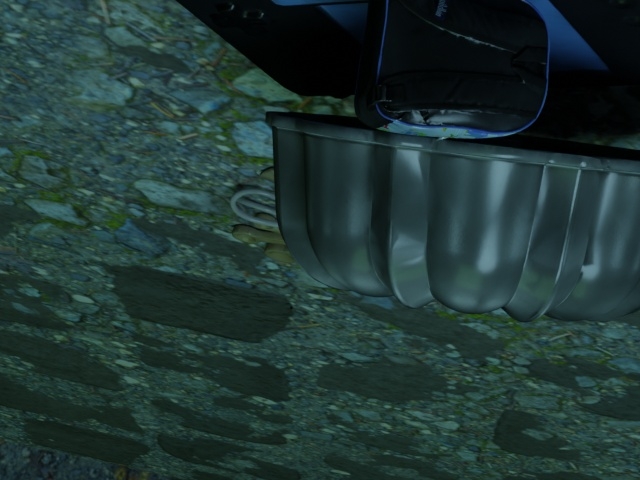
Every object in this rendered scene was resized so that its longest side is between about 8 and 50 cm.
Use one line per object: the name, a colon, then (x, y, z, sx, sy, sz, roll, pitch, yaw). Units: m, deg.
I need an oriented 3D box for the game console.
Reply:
game console: (0.068, -0.177, 1.210, 0.386, 0.060, 0.342, 1, 157, 31)

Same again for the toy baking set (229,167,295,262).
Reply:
toy baking set: (0.007, 0.002, 1.775, 0.196, 0.030, 0.256, 13, 160, 1)

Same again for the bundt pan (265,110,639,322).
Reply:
bundt pan: (0.116, -0.016, 1.330, 0.330, 0.124, 0.331, 6, -175, -1)

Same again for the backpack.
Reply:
backpack: (0.083, -0.115, 1.156, 0.114, 0.105, 0.084, 8, 177, -13)
